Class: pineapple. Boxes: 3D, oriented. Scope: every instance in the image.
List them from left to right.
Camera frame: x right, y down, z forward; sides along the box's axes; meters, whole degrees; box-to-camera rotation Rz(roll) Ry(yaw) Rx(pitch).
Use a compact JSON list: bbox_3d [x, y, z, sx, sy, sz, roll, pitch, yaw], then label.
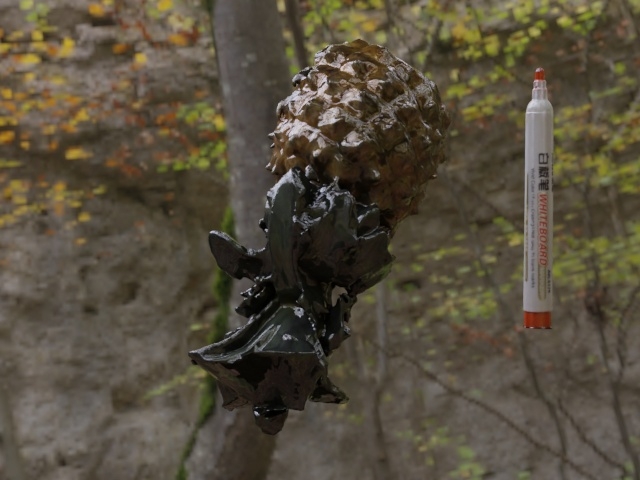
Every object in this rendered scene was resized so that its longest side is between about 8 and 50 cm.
[{"bbox_3d":[0.000,0.000,0.676,0.119,0.237,0.111,39,-35,-23],"label":"pineapple"}]

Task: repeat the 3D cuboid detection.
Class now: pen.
[{"bbox_3d":[0.182,-0.033,0.983,0.026,0.218,0.026,0,5,0],"label":"pen"}]
